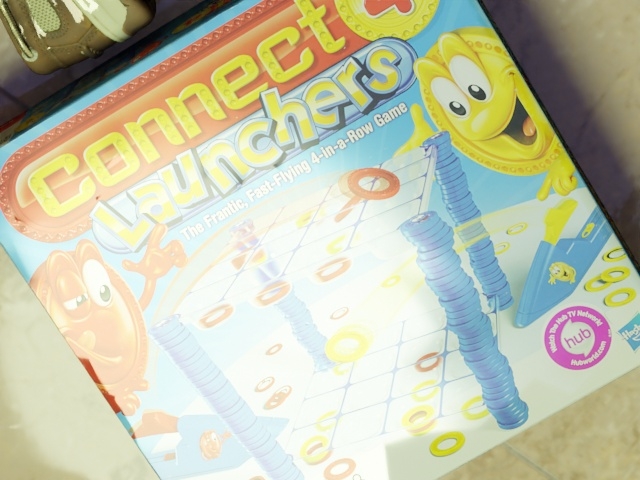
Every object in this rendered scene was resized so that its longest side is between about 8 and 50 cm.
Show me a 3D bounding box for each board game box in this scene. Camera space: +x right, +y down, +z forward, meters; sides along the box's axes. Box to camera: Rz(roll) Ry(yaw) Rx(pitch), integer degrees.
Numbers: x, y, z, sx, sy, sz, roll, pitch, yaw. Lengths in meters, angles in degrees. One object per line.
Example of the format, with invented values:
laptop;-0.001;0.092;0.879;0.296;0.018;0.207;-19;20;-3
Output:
board game box;0.000;0.000;1.152;0.308;0.086;0.302;-31;104;8

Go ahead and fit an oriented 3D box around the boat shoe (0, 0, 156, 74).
boat shoe;-0.202;-0.201;1.092;0.095;0.095;0.257;-32;104;15
